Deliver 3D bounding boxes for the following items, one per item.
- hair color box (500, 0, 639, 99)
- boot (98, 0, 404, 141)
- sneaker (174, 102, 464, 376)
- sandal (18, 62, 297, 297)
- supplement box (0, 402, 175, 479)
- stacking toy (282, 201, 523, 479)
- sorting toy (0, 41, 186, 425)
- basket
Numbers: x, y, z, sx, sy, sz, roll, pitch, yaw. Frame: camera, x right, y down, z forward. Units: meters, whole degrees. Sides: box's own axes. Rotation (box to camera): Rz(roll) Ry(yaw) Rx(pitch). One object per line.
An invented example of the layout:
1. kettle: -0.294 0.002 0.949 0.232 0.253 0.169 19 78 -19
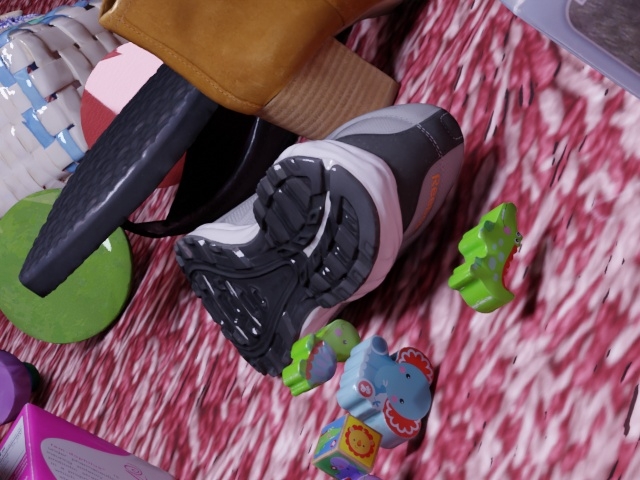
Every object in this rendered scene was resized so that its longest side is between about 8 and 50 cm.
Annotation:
1. hair color box: 0.147 -0.204 0.953 0.185 0.114 0.374 -55 20 11
2. boot: -0.022 -0.212 1.241 0.104 0.211 0.295 -34 30 50
3. sneaker: 0.000 0.000 1.072 0.108 0.100 0.271 -35 0 -30
4. sandal: -0.050 -0.117 1.375 0.445 0.107 0.167 -51 14 -19
5. supplement box: -0.145 0.199 1.074 0.114 0.111 0.220 -57 18 10
6. stacking toy: 0.026 0.102 0.895 0.167 0.052 0.221 -34 28 48
7. sorting toy: -0.185 -0.003 1.562 0.365 0.127 0.126 -57 -11 12
8. basket: -0.288 -0.087 1.694 0.289 0.201 0.255 -38 0 30
